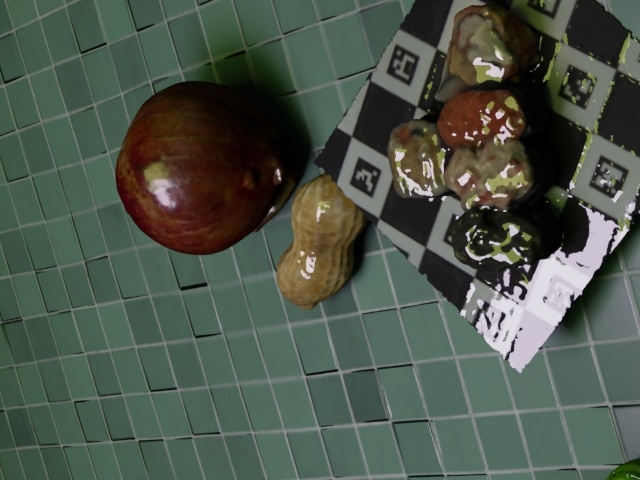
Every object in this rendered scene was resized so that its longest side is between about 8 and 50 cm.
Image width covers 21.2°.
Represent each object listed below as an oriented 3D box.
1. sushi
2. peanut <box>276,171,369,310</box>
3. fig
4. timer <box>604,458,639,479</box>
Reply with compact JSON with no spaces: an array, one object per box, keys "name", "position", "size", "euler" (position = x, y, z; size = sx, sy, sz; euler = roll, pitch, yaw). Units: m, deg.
[{"name":"sushi","position":[0.148,-0.090,1.594],"size":[0.320,0.068,0.339],"euler":[48,124,23]},{"name":"peanut","position":[-0.001,-0.002,1.830],"size":[0.089,0.089,0.193],"euler":[42,131,29]},{"name":"fig","position":[-0.120,-0.080,1.865],"size":[0.205,0.205,0.205],"euler":[20,119,42]},{"name":"timer","position":[0.306,0.284,1.629],"size":[0.128,0.047,0.140],"euler":[53,136,20]}]
